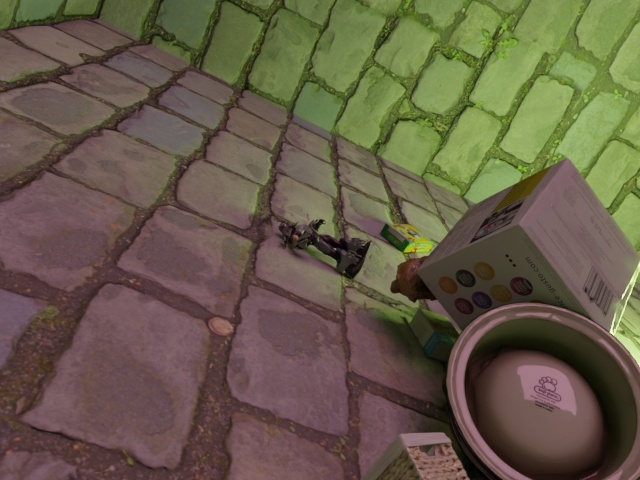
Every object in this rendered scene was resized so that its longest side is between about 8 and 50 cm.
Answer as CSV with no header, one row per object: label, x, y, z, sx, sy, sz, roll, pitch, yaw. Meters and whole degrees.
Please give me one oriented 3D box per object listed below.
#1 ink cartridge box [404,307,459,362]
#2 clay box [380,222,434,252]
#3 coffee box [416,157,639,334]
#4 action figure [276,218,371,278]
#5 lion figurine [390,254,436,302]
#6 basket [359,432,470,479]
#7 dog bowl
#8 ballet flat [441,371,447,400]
ink cartridge box,0.313,0.249,1.610,0.104,0.061,0.181,20,22,-24
clay box,0.340,-0.011,2.257,0.127,0.053,0.222,42,25,30
coffee box,0.517,0.065,1.465,0.337,0.334,0.338,52,50,-6
action figure,0.000,0.000,1.757,0.285,0.099,0.185,24,30,0
lion figurine,0.379,0.165,1.614,0.392,0.142,0.240,36,28,0
basket,0.142,0.394,0.926,0.113,0.167,0.103,12,31,-36
dog bowl,0.444,0.338,1.204,0.408,0.150,0.408,0,55,-1
ballet flat,0.421,0.414,1.321,0.348,0.123,0.123,36,22,21
